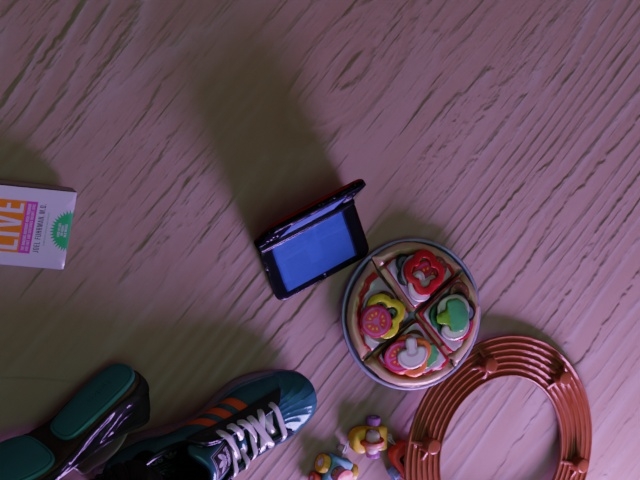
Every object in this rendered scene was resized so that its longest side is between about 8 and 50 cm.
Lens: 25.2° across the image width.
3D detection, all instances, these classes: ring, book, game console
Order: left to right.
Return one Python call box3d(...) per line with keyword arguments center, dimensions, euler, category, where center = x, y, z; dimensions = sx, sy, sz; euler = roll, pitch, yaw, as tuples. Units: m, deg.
box3d(center=(-0.359, -0.020, 1.640), dimensions=(0.144, 0.035, 0.096), euler=(5, 103, -28), category="book")
box3d(center=(0.000, 0.000, 1.790), dimensions=(0.144, 0.124, 0.085), euler=(-29, 86, -18), category="game console")
box3d(center=(0.258, 0.298, 1.984), dimensions=(0.337, 0.032, 0.336), euler=(-4, 98, -31), category="ring")

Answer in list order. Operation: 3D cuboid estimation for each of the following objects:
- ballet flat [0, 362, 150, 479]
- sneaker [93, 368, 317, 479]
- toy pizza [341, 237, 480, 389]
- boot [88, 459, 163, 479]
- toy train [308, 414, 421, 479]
box3d(center=(-0.310, 0.257, 1.682), dimensions=(0.280, 0.095, 0.096), euler=(-33, 128, -23), category="ballet flat")
box3d(center=(-0.124, 0.258, 1.763), dimensions=(0.302, 0.121, 0.108), euler=(-25, 111, -20), category="sneaker")
box3d(center=(0.124, 0.098, 1.879), dimensions=(0.201, 0.032, 0.201), euler=(-1, 92, -21), category="toy pizza")
box3d(center=(-0.219, 0.427, 1.669), dimensions=(0.260, 0.131, 0.348), euler=(33, 111, -26), category="boot")
box3d(center=(0.068, 0.308, 1.911), dimensions=(0.166, 0.046, 0.125), euler=(-32, 113, -17), category="toy train")
